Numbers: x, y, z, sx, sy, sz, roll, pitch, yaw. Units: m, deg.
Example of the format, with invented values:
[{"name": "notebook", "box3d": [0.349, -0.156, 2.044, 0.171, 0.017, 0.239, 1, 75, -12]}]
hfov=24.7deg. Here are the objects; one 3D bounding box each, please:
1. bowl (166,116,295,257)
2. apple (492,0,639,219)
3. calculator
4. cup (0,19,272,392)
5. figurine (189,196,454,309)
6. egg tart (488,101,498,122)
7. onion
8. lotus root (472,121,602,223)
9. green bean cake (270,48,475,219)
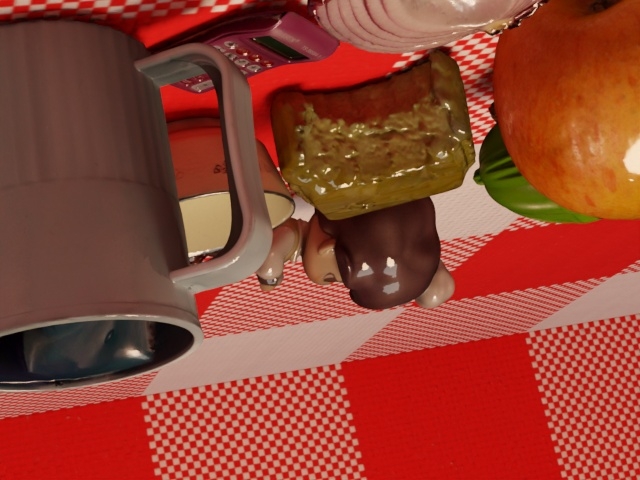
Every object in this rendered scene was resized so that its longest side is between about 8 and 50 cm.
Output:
[{"name": "bowl", "box3d": [-0.156, -0.070, 1.785, 0.237, 0.126, 0.238, -12, 165, -3]}, {"name": "apple", "box3d": [0.320, -0.175, 1.517, 0.299, 0.299, 0.275, -16, 139, 9]}, {"name": "calculator", "box3d": [-0.088, -0.202, 1.548, 0.190, 0.034, 0.126, -14, 167, 25]}, {"name": "cup", "box3d": [-0.242, -0.043, 1.426, 0.256, 0.311, 0.331, 7, 155, -43]}, {"name": "figurine", "box3d": [-0.003, 0.019, 2.086, 0.364, 0.206, 0.218, -13, 166, 1]}, {"name": "egg tart", "box3d": [0.275, -0.187, 1.867, 0.130, 0.052, 0.130, -12, 164, -3]}, {"name": "onion", "box3d": [0.084, -0.259, 1.305, 0.227, 0.120, 0.283, -19, 167, 30]}, {"name": "lotus root", "box3d": [0.260, -0.098, 1.812, 0.186, 0.186, 0.186, -12, 165, -3]}, {"name": "green bean cake", "box3d": [0.071, -0.123, 1.792, 0.236, 0.124, 0.233, -14, 165, 7]}]
